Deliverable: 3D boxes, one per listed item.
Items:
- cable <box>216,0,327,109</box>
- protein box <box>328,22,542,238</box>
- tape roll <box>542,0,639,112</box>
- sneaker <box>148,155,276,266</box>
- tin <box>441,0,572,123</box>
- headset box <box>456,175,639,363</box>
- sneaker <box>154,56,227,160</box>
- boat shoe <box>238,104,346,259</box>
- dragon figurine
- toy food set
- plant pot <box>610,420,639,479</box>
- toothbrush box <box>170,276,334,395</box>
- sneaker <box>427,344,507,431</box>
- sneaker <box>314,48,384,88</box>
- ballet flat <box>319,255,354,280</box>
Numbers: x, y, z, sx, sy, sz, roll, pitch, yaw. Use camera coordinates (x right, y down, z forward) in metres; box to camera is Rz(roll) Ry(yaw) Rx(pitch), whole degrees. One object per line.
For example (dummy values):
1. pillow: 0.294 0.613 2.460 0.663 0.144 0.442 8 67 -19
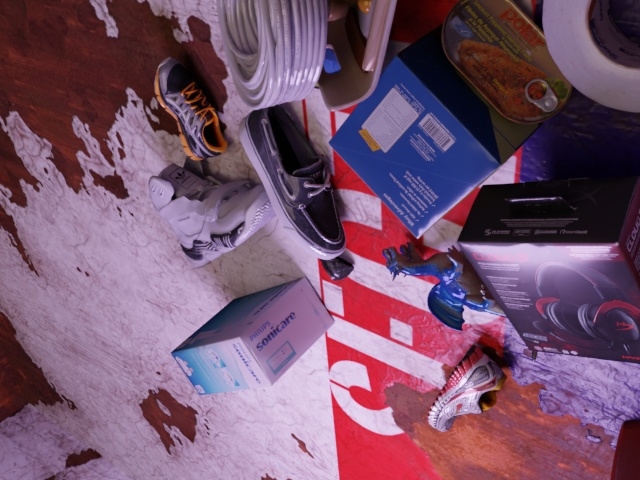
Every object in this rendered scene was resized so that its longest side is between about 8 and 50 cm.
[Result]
1. cable: -0.073 -0.312 0.990 0.257 0.089 0.257 115 138 -57
2. protein box: 0.157 -0.151 1.034 0.200 0.136 0.201 47 141 3
3. tape roll: 0.363 -0.256 0.805 0.219 0.072 0.219 25 135 27
4. sneaker: -0.223 -0.083 1.452 0.210 0.137 0.366 53 145 -8
5. tin: 0.239 -0.234 0.932 0.106 0.040 0.190 -43 86 19
6. headset box: 0.335 0.035 0.962 0.218 0.110 0.293 1 141 43
7. sneaker: -0.241 -0.251 1.388 0.083 0.084 0.215 7 135 38
8. boat shoe: -0.031 -0.107 1.284 0.102 0.108 0.301 -24 95 52
9. dragon figurine: 0.233 0.088 1.193 0.289 0.085 0.144 45 141 7
10. toy food set: 0.026 -0.356 0.937 0.306 0.092 0.220 101 161 -45
11. plant pot: 0.567 0.432 1.030 0.267 0.235 0.267 -23 104 50
12. toothbrush box: -0.149 0.208 1.555 0.295 0.216 0.126 -22 104 49
13. sneaker: 0.264 0.291 1.326 0.092 0.088 0.225 36 139 16
14. sneaker: 0.022 -0.283 1.130 0.209 0.069 0.082 5 91 52
15. ballet flat: 0.000 0.000 1.390 0.049 0.057 0.173 -35 96 10
